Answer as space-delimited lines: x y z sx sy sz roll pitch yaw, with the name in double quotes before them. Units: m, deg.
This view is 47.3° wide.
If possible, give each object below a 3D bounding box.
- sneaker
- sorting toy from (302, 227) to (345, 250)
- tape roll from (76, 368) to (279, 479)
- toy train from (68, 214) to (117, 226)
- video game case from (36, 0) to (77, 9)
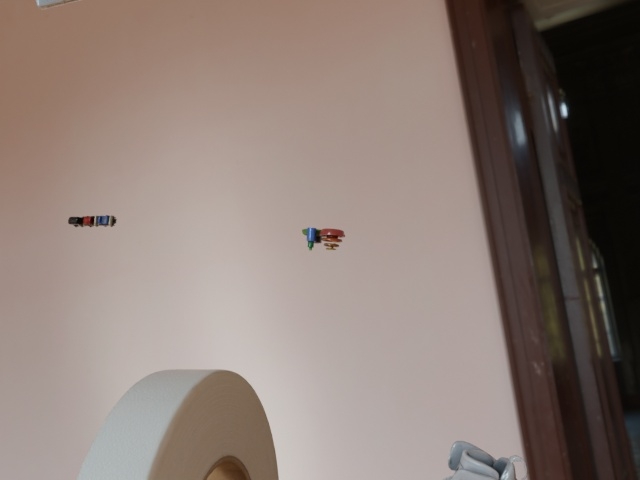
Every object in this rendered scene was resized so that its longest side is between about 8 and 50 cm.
"sneaker" 0.211 0.487 1.341 0.366 0.210 0.137 -3 10 7
"sorting toy" 0.000 0.000 1.352 0.061 0.042 0.102 8 -5 -36
"tape roll" -0.131 0.327 0.746 0.072 0.392 0.392 -3 -8 15
"toy train" -0.530 -0.046 1.692 0.158 0.027 0.036 0 -10 35
"video game case" -0.612 -0.677 1.771 0.193 0.212 0.023 -17 -10 -7
